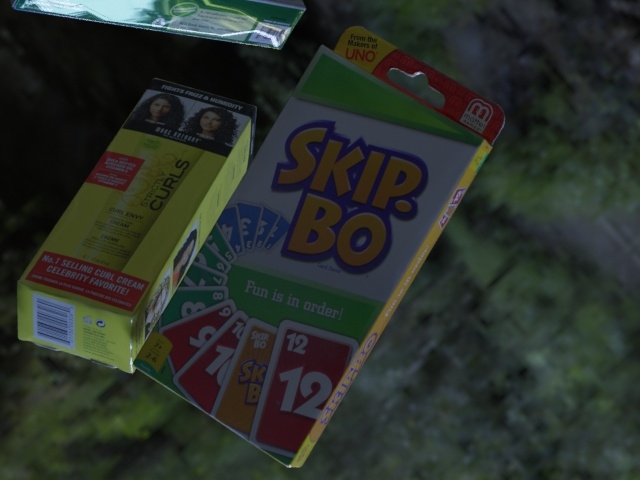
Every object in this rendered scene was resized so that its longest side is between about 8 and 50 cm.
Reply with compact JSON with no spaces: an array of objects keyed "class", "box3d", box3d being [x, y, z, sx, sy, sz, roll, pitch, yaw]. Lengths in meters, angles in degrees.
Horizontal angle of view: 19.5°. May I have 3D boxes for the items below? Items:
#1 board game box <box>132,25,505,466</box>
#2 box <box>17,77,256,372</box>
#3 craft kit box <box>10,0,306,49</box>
[{"class":"board game box","box3d":[0.000,0.000,1.168,0.124,0.259,0.039,31,-179,15]},{"class":"box","box3d":[-0.122,-0.015,1.277,0.087,0.232,0.058,17,135,11]},{"class":"craft kit box","box3d":[-0.160,-0.277,1.549,0.249,0.061,0.247,4,-134,-34]}]
